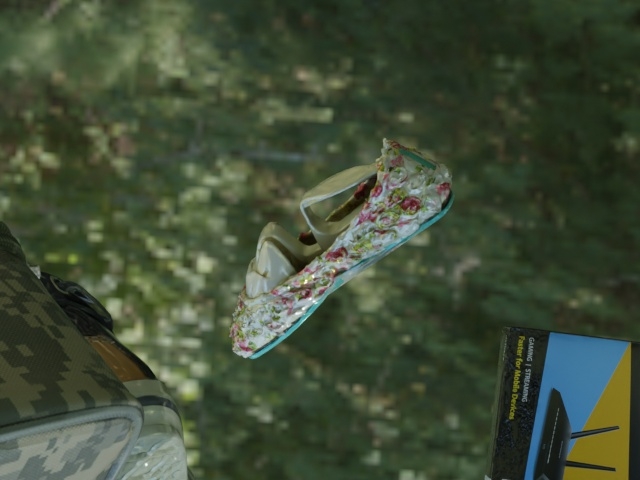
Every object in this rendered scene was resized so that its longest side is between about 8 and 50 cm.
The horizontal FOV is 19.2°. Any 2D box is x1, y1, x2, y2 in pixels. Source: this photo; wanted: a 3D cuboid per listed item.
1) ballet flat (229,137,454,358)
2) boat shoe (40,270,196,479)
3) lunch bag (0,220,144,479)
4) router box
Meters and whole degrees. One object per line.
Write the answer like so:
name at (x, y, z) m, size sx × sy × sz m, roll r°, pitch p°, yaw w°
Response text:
ballet flat at (0.000, 0.000, 1.499) m, size 0.077 × 0.241 × 0.091 m, roll 43°, pitch -156°, yaw -19°
boat shoe at (-0.184, 0.161, 1.276) m, size 0.187 × 0.156 × 0.500 m, roll -29°, pitch 162°, yaw -17°
lunch bag at (-0.245, 0.077, 0.718) m, size 0.256 × 0.305 × 0.212 m, roll 46°, pitch -145°, yaw 22°
router box at (0.196, 0.161, 1.458) m, size 0.133 × 0.179 × 0.046 m, roll 7°, pitch 179°, yaw -1°
